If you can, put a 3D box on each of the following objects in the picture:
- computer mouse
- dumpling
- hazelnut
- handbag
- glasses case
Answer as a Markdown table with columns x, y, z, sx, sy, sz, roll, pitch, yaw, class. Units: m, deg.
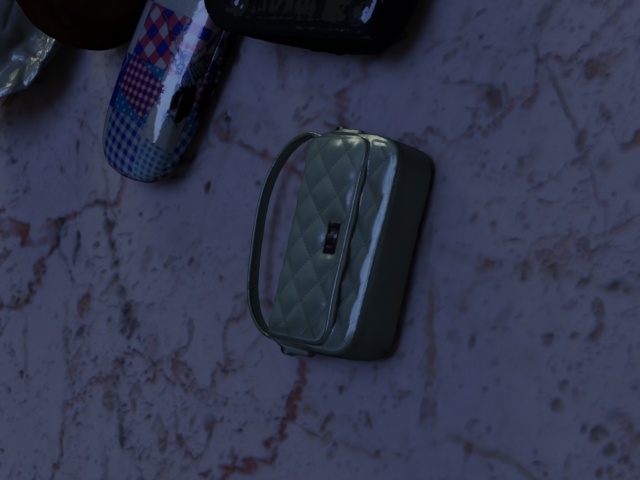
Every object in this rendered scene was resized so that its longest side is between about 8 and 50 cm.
| x | y | z | sx | sy | sz | roll | pitch | yaw | class |
| --- | --- | --- | --- | --- | --- | --- | --- | --- | --- |
| -0.003 | -0.294 | 1.575 | 0.269 | 0.100 | 0.170 | 13 | 93 | 35 | computer mouse |
| -0.431 | -0.260 | 1.892 | 0.258 | 0.147 | 0.193 | -44 | 60 | -14 | dumpling |
| -0.293 | -0.349 | 1.755 | 0.229 | 0.229 | 0.229 | -10 | 73 | 37 | hazelnut |
| 0.000 | 0.000 | 1.523 | 0.219 | 0.079 | 0.256 | 8 | 83 | 44 | handbag |
| -0.173 | -0.227 | 1.714 | 0.125 | 0.076 | 0.327 | 27 | 97 | 41 | glasses case |
